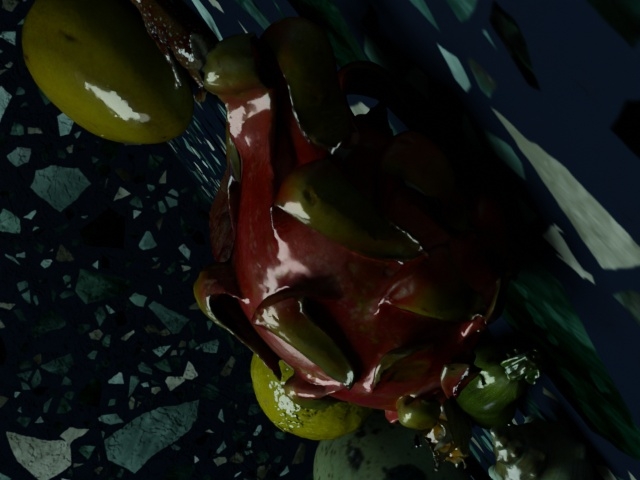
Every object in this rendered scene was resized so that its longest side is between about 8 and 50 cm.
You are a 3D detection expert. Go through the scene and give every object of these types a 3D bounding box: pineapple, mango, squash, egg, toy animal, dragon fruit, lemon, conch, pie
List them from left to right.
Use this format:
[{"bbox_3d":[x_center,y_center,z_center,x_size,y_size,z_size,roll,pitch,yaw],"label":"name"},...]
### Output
[{"bbox_3d":[-0.361,-0.289,1.832,0.445,0.220,0.301,41,165,43],"label":"mango"},{"bbox_3d":[-0.214,-0.308,1.434,0.243,0.087,0.260,32,161,32],"label":"toy animal"},{"bbox_3d":[-0.083,-0.037,1.470,0.054,0.204,0.219,14,-148,-37],"label":"pie"},{"bbox_3d":[-0.004,0.245,1.994,0.258,0.258,0.310,53,172,-5],"label":"lemon"},{"bbox_3d":[0.030,-0.010,0.799,0.227,0.243,0.307,-86,2,-67],"label":"dragon fruit"},{"bbox_3d":[0.146,0.485,2.091,0.379,0.287,0.288,33,160,51],"label":"egg"},{"bbox_3d":[0.133,0.159,1.201,0.221,0.047,0.221,-16,-90,-73],"label":"pineapple"},{"bbox_3d":[0.180,0.153,1.121,0.318,0.080,0.071,77,-166,-70],"label":"squash"},{"bbox_3d":[0.230,0.249,1.124,0.137,0.114,0.234,64,-174,33],"label":"conch"}]
